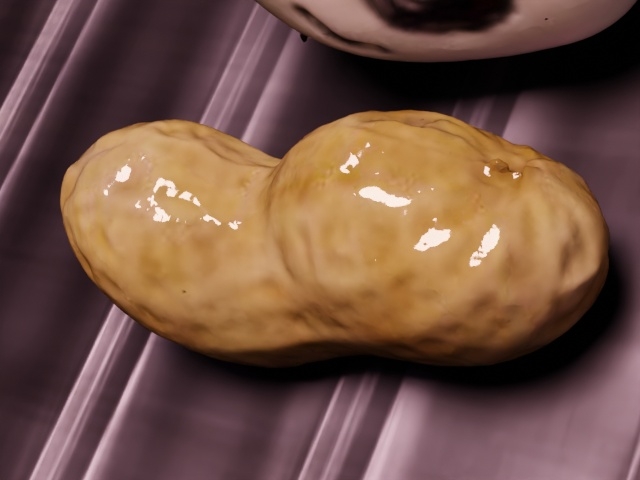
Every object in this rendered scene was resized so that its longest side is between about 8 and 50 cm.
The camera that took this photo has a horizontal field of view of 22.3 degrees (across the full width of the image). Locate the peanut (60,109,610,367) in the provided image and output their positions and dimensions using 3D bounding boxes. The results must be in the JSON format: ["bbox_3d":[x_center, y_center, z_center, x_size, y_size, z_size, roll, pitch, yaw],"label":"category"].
[{"bbox_3d":[0.000,0.000,0.637,0.229,0.098,0.103,-1,98,28],"label":"peanut"}]

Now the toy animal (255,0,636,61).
[{"bbox_3d":[0.081,-0.209,0.645,0.310,0.251,0.251,-27,51,13],"label":"toy animal"}]
